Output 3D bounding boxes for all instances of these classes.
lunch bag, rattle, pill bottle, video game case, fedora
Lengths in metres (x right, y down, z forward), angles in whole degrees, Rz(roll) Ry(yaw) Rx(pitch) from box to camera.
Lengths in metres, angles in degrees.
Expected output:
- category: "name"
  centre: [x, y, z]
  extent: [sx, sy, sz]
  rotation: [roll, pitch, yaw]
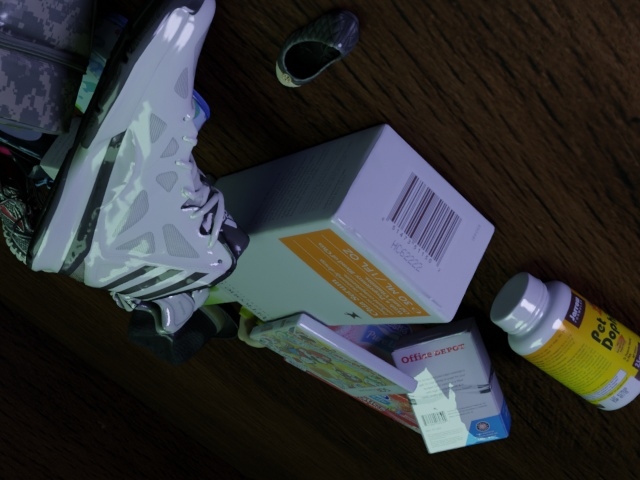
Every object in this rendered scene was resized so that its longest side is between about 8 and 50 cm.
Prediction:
- category: "lunch bag"
  centre: [-0.273, -0.216, 1.265]
  extent: [0.176, 0.090, 0.219]
  rotation: [-2, 141, 51]
- category: "lunch bag"
  centre: [-0.428, -0.288, 1.104]
  extent: [0.305, 0.256, 0.213]
  rotation: [18, -173, 28]
- category: "rattle"
  centre: [-0.062, 0.166, 1.784]
  extent: [0.200, 0.130, 0.143]
  rotation: [-15, 133, 42]
- category: "pill bottle"
  centre: [0.345, 0.135, 1.239]
  extent: [0.215, 0.117, 0.117]
  rotation: [34, 156, -11]
- category: "video game case"
  centre: [0.017, 0.193, 1.460]
  extent: [0.227, 0.026, 0.206]
  rotation: [32, 157, -16]
- category: "fedora"
  centre: [-0.353, 0.198, 2.109]
  extent: [0.334, 0.152, 0.334]
  rotation: [24, 156, 11]

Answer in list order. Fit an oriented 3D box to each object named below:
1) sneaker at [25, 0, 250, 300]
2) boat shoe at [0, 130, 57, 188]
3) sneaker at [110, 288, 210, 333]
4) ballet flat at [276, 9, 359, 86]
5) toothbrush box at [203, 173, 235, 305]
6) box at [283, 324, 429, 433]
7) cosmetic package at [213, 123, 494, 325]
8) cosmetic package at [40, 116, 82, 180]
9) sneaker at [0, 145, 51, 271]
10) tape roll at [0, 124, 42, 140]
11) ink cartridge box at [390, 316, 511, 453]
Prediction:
- category: "sneaker"
  centre: [-0.181, -0.106, 1.151]
  extent: [0.258, 0.169, 0.447]
  rotation: [23, 118, -20]
- category: "boat shoe"
  centre: [-0.529, -0.150, 1.686]
  extent: [0.258, 0.089, 0.109]
  rotation: [38, 155, -19]
- category: "sneaker"
  centre: [-0.330, 0.045, 1.530]
  extent: [0.292, 0.118, 0.110]
  rotation: [40, 156, -11]
- category: "ballet flat"
  centre: [-0.013, -0.214, 1.025]
  extent: [0.057, 0.049, 0.173]
  rotation: [37, 155, -15]
- category: "toothbrush box"
  centre: [-0.215, 0.008, 1.613]
  extent: [0.206, 0.122, 0.283]
  rotation: [41, 153, -23]
- category: "box"
  centre: [0.101, 0.212, 1.637]
  extent: [0.300, 0.142, 0.154]
  rotation: [28, 157, 3]
- category: "cosmetic package"
  centre: [0.000, 0.000, 1.304]
  extent: [0.230, 0.161, 0.453]
  rotation: [40, 155, -23]
- category: "cosmetic package"
  centre: [-0.342, -0.127, 1.491]
  extent: [0.231, 0.117, 0.085]
  rotation: [12, 152, 32]
- category: "sneaker"
  centre: [-0.614, -0.063, 1.848]
  extent: [0.299, 0.121, 0.112]
  rotation: [55, 147, -8]
- category: "tape roll"
  centre: [-0.522, -0.256, 1.479]
  extent: [0.189, 0.080, 0.189]
  rotation: [24, 155, 12]
- category: "ink cartridge box"
  centre: [0.216, 0.238, 1.471]
  extent: [0.140, 0.082, 0.190]
  rotation: [-17, 98, 21]
